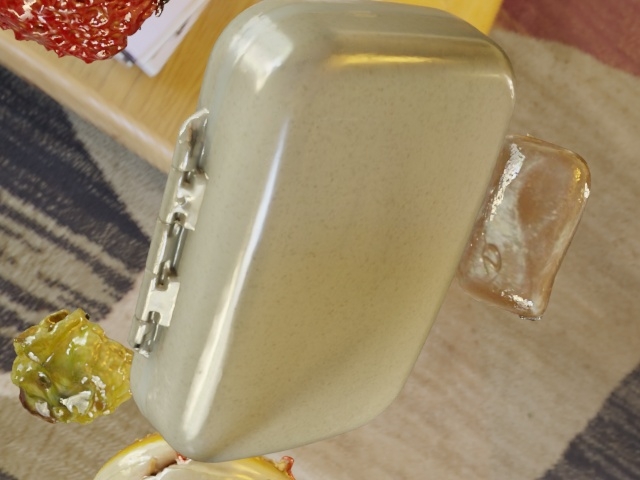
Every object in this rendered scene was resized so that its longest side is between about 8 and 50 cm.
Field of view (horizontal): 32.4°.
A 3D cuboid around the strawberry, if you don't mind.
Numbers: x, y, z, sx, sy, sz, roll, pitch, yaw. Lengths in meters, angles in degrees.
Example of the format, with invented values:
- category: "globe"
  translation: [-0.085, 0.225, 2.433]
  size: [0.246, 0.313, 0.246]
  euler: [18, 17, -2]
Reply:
- category: "strawberry"
  translation: [-0.305, -0.348, 1.252]
  size: [0.257, 0.261, 0.261]
  euler: [20, 64, -53]

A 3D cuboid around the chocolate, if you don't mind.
- category: "chocolate"
  translation: [0.280, -0.026, 1.572]
  size: [0.083, 0.161, 0.261]
  euler: [12, 96, -66]

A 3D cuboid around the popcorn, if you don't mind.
- category: "popcorn"
  translation: [-0.404, 0.201, 1.800]
  size: [0.189, 0.218, 0.169]
  euler: [58, 31, -14]

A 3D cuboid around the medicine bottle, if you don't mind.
- category: "medicine bottle"
  translation: [0.000, 0.000, 0.861]
  size: [0.282, 0.375, 0.123]
  euler: [-7, 36, -39]

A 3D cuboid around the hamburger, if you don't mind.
- category: "hamburger"
  translation: [-0.126, 0.314, 1.249]
  size: [0.295, 0.227, 0.151]
  euler: [49, 31, -53]
